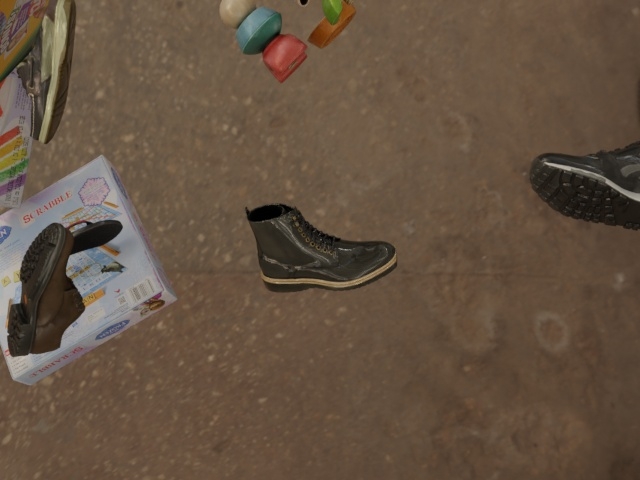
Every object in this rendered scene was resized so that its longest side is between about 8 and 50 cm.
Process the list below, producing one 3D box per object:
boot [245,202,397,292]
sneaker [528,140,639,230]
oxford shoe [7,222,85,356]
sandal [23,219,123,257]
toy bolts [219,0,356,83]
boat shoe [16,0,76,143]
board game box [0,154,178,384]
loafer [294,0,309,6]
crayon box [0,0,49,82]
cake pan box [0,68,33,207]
[{"bbox_3d":[0.000,0.000,1.230,0.198,0.137,0.077,-11,38,7],"label":"boot"},{"bbox_3d":[0.443,-0.093,1.301,0.283,0.107,0.124,16,62,-3],"label":"sneaker"},{"bbox_3d":[-0.388,0.070,1.296,0.096,0.227,0.083,3,36,-34],"label":"oxford shoe"},{"bbox_3d":[-0.437,-0.005,1.560,0.179,0.067,0.040,-21,62,-3],"label":"sandal"},{"bbox_3d":[-0.052,-0.385,1.456,0.158,0.218,0.228,44,83,-2],"label":"toy bolts"},{"bbox_3d":[-0.411,-0.255,1.314,0.073,0.223,0.080,14,25,-7],"label":"boat shoe"},{"bbox_3d":[-0.469,0.051,1.644,0.318,0.066,0.318,-29,67,2],"label":"board game box"},{"bbox_3d":[-0.014,-0.339,1.063,0.045,0.125,0.039,-8,50,-19],"label":"loafer"},{"bbox_3d":[-0.377,-0.267,0.995,0.081,0.278,0.165,35,55,-9],"label":"crayon box"},{"bbox_3d":[-0.635,-0.184,1.559,0.245,0.267,0.070,5,24,-33],"label":"cake pan box"}]
